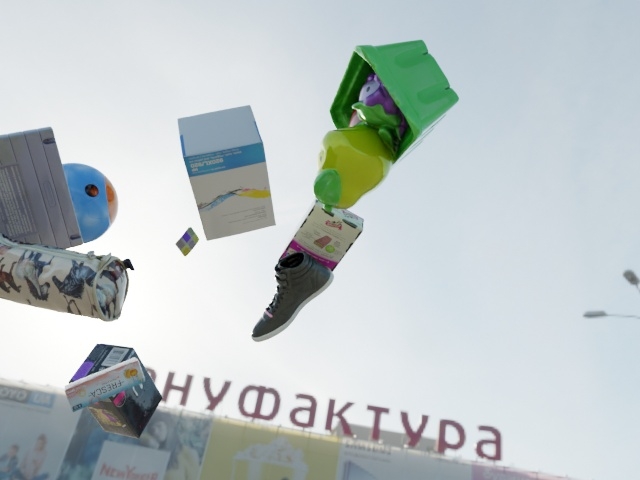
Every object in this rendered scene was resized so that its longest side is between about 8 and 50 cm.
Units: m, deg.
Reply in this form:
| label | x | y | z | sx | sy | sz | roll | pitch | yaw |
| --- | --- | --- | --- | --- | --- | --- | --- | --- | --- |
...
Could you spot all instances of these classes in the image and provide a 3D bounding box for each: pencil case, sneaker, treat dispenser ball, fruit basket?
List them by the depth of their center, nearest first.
| label | x | y | z | sx | sy | sz | roll | pitch | yaw |
| --- | --- | --- | --- | --- | --- | --- | --- | --- | --- |
| fruit basket | 0.100 | -0.251 | 1.332 | 0.392 | 0.392 | 0.282 | -37 | -99 | 51 |
| pencil case | -0.685 | 0.080 | 1.421 | 0.411 | 0.160 | 0.183 | 10 | -72 | 13 |
| sneaker | -0.111 | 0.146 | 1.579 | 0.147 | 0.296 | 0.104 | 51 | -7 | -32 |
| treat dispenser ball | -0.856 | -0.127 | 1.964 | 0.288 | 0.288 | 0.288 | 8 | -31 | 5 |

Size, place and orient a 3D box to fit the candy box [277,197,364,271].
| label | x | y | z | sx | sy | sz | roll | pitch | yaw |
| --- | --- | --- | --- | --- | --- | --- | --- | --- | --- |
| candy box | 0.000 | 0.000 | 1.643 | 0.159 | 0.071 | 0.233 | 29 | -58 | -11 |

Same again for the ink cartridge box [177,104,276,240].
| label | x | y | z | sx | sy | sz | roll | pitch | yaw |
| --- | --- | --- | --- | --- | --- | --- | --- | --- | --- |
| ink cartridge box | -0.207 | -0.149 | 1.263 | 0.168 | 0.171 | 0.232 | -13 | -48 | -8 |

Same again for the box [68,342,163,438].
| label | x | y | z | sx | sy | sz | roll | pitch | yaw |
| --- | --- | --- | --- | --- | --- | --- | --- | --- | --- |
| box | -0.643 | 0.478 | 1.797 | 0.144 | 0.165 | 0.270 | 3 | -49 | 20 |

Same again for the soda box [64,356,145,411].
| label | x | y | z | sx | sy | sz | roll | pitch | yaw |
| --- | --- | --- | --- | --- | --- | --- | --- | --- | --- |
| soda box | -0.543 | 0.361 | 1.424 | 0.183 | 0.062 | 0.058 | -20 | 7 | -24 |

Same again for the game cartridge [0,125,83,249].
| label | x | y | z | sx | sy | sz | roll | pitch | yaw |
| --- | --- | --- | --- | --- | --- | --- | --- | --- | --- |
| game cartridge | -0.817 | -0.121 | 1.558 | 0.230 | 0.068 | 0.354 | -16 | -61 | -24 |

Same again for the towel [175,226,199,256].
| label | x | y | z | sx | sy | sz | roll | pitch | yaw |
| --- | --- | --- | --- | --- | --- | --- | --- | --- | --- |
| towel | -0.411 | 0.004 | 1.742 | 0.083 | 0.060 | 0.009 | -45 | -18 | 22 |
